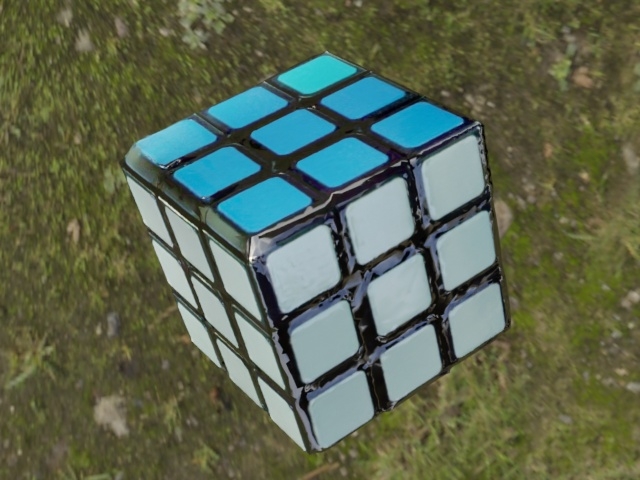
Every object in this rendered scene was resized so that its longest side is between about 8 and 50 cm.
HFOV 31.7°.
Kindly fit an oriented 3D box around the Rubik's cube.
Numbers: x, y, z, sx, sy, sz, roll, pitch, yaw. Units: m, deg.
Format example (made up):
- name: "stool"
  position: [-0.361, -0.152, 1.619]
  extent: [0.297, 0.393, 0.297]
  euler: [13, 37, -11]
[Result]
- name: "Rubik's cube"
  position: [0.000, 0.000, 0.685]
  extent: [0.162, 0.160, 0.163]
  euler: [-31, 128, -20]
